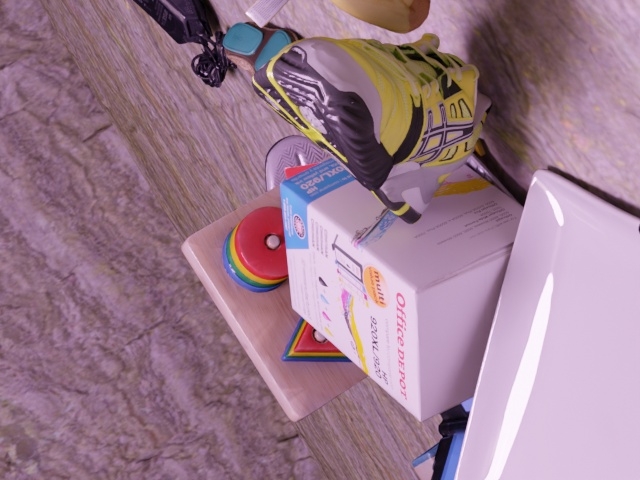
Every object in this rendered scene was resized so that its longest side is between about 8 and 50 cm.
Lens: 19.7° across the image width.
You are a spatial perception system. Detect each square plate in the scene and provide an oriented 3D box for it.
[{"bbox_3d":[0.243,0.142,1.595,0.347,0.049,0.344,35,115,62],"label":"square plate"}]

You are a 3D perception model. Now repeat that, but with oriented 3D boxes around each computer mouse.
[{"bbox_3d":[-0.205,-0.340,2.551,0.272,0.072,0.188,46,167,-3],"label":"computer mouse"}]

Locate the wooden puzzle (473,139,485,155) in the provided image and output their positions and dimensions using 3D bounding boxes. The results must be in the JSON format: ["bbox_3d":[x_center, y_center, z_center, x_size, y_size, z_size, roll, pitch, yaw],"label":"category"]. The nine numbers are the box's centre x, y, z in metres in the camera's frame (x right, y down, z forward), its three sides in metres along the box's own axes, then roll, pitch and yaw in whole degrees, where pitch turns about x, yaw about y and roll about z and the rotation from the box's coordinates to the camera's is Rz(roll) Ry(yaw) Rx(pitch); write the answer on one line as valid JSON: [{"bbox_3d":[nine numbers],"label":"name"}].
[{"bbox_3d":[0.126,-0.138,1.846,0.116,0.014,0.078,60,164,-12],"label":"wooden puzzle"}]

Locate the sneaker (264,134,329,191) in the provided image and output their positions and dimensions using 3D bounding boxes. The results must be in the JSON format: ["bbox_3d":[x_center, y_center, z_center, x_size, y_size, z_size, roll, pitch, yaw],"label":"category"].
[{"bbox_3d":[0.000,0.000,2.428,0.321,0.124,0.180,62,166,-19],"label":"sneaker"}]

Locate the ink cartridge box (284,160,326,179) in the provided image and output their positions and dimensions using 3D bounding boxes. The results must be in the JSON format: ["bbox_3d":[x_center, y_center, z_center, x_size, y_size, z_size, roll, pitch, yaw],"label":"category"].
[{"bbox_3d":[0.065,-0.010,2.003,0.225,0.181,0.056,76,-176,-58],"label":"ink cartridge box"}]

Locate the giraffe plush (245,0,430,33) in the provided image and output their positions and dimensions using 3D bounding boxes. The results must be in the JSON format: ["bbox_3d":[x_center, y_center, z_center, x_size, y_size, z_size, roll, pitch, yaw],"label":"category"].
[{"bbox_3d":[0.032,-0.274,1.573,0.181,0.210,0.170,58,-163,-19],"label":"giraffe plush"}]

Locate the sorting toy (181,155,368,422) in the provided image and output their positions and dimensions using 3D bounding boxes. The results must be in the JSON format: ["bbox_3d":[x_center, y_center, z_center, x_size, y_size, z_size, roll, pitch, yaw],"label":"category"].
[{"bbox_3d":[0.010,0.042,2.224,0.257,0.255,0.089,57,152,4],"label":"sorting toy"}]

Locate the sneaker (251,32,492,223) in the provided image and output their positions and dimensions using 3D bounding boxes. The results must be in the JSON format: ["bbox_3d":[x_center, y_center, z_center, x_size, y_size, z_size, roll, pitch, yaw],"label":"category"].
[{"bbox_3d":[0.054,-0.128,1.606,0.145,0.147,0.384,42,-177,13],"label":"sneaker"}]

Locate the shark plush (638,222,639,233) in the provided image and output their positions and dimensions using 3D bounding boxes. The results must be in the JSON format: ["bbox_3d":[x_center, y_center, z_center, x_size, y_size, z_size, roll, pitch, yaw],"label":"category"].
[{"bbox_3d":[0.295,-0.053,1.358,0.067,0.073,0.161,32,138,19],"label":"shark plush"}]

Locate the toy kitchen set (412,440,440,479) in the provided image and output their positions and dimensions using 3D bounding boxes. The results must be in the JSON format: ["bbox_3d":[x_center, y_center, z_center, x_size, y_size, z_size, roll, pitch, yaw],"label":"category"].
[{"bbox_3d":[0.178,0.191,2.307,0.166,0.122,0.207,57,148,5],"label":"toy kitchen set"}]

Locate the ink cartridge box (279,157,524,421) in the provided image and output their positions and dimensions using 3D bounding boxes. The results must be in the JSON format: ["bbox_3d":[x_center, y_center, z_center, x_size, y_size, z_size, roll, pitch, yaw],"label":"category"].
[{"bbox_3d":[0.095,0.030,1.838,0.232,0.168,0.171,39,145,43],"label":"ink cartridge box"}]

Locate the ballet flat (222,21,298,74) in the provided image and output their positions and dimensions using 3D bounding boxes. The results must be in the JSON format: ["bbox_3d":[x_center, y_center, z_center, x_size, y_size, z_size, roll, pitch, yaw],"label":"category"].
[{"bbox_3d":[-0.053,-0.224,2.261,0.067,0.073,0.206,33,-176,-29],"label":"ballet flat"}]

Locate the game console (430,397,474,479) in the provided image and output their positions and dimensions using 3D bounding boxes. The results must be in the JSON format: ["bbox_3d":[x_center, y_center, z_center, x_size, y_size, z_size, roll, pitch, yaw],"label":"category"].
[{"bbox_3d":[0.157,0.198,1.992,0.250,0.173,0.293,55,150,-9],"label":"game console"}]

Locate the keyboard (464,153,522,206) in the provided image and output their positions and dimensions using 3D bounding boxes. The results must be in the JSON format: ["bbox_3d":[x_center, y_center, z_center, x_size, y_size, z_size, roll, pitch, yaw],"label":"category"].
[{"bbox_3d":[0.198,-0.013,1.829,0.256,0.014,0.072,49,166,22],"label":"keyboard"}]
